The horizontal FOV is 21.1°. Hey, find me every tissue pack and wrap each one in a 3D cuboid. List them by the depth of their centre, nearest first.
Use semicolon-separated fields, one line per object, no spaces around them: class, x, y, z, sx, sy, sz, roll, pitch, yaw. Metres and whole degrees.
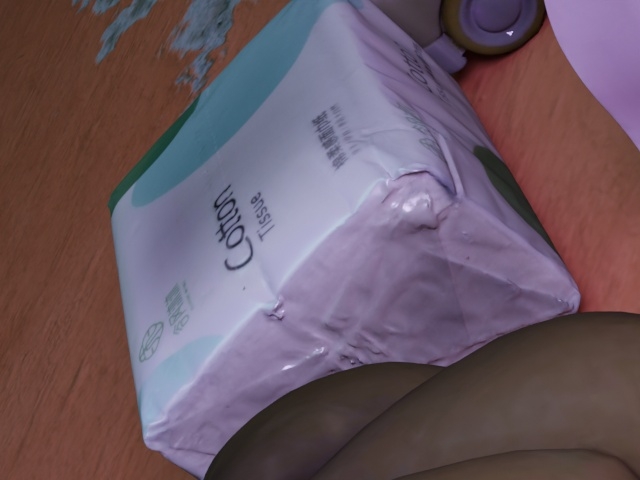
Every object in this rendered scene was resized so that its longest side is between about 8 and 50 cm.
tissue pack;-0.001;-0.001;1.217;0.266;0.194;0.356;-45;26;14

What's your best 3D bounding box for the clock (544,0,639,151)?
clock;0.259;-0.144;0.989;0.290;0.275;0.080;-25;3;-36

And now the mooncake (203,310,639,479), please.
mooncake;-0.011;0.227;0.675;0.467;0.262;0.467;-26;5;3

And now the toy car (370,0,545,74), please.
toy car;0.130;-0.328;1.375;0.336;0.226;0.242;-46;26;19
